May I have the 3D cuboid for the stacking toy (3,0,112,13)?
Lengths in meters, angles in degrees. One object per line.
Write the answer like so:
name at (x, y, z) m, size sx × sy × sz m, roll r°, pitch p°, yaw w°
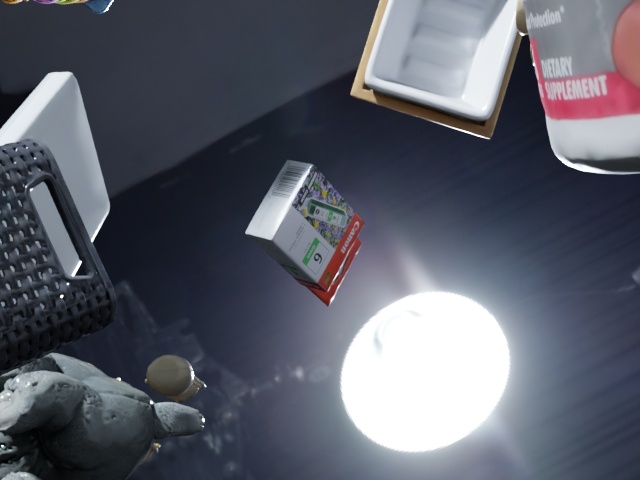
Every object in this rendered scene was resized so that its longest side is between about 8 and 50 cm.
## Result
stacking toy at (-0.480, -0.478, 1.468) m, size 0.175 × 0.165 × 0.302 m, roll 38°, pitch -147°, yaw -6°

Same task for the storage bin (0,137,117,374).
storage bin at (-0.219, 0.026, 0.514) m, size 0.084 × 0.180 × 0.122 m, roll -25°, pitch -90°, yaw -45°

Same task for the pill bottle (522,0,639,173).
pill bottle at (0.156, -0.200, 0.342) m, size 0.176 × 0.176 × 0.318 m, roll -97°, pitch -6°, yaw -79°

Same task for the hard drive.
hard drive at (-0.318, -0.032, 0.932) m, size 0.307 × 0.040 × 0.203 m, roll -82°, pitch -11°, yaw -55°

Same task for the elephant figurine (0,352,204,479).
elephant figurine at (-0.254, 0.220, 0.706) m, size 0.186 × 0.239 × 0.169 m, roll 17°, pitch 173°, yaw 31°

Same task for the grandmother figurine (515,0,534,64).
grandmother figurine at (0.327, -0.168, 0.621) m, size 0.208 × 0.343 × 0.104 m, roll 12°, pitch -89°, yaw -62°

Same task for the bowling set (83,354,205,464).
bowling set at (-0.292, 0.245, 1.025) m, size 0.154 × 0.287 × 0.199 m, roll 97°, pitch 175°, yaw -72°

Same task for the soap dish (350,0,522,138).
soap dish at (0.196, -0.321, 1.324) m, size 0.118 × 0.229 × 0.290 m, roll 90°, pitch -162°, yaw -82°

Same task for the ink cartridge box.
ink cartridge box at (0.000, 0.000, 0.602) m, size 0.029 × 0.062 × 0.115 m, roll 14°, pitch 158°, yaw 41°
